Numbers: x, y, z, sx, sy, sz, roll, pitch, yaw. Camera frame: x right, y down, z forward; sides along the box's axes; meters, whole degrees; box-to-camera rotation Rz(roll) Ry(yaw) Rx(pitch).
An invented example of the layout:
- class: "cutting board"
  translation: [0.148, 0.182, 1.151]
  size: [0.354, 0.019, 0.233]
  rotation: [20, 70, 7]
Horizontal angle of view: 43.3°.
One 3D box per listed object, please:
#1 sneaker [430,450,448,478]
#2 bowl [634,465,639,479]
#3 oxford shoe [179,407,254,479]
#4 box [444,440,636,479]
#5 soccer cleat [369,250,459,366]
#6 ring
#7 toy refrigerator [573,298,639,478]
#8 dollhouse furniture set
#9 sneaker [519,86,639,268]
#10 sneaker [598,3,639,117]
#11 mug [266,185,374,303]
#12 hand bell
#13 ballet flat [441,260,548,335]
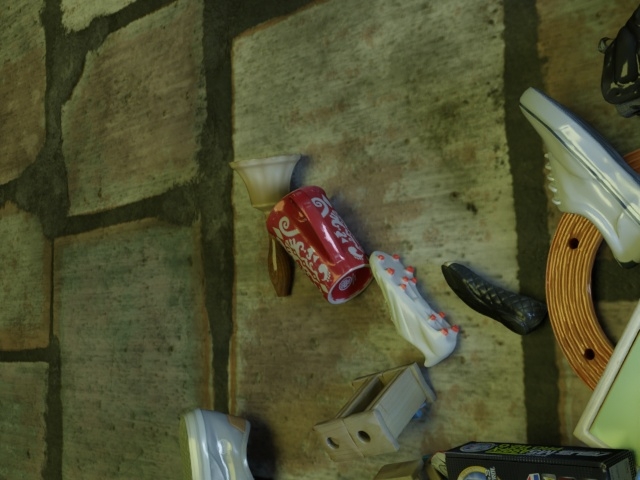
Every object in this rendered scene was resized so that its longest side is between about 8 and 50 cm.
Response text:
- class: "sneaker"
  translation: [0.219, 0.359, 1.043]
  size: [0.093, 0.088, 0.225]
  rotation: [-54, 51, 8]
- class: "bowl"
  translation: [0.475, 0.287, 0.701]
  size: [0.391, 0.077, 0.391]
  rotation: [27, 134, 32]
- class: "oxford shoe"
  translation: [-0.156, 0.507, 1.391]
  size: [0.169, 0.130, 0.450]
  rotation: [179, 86, -69]
- class: "box"
  translation: [0.259, 0.368, 0.904]
  size: [0.216, 0.060, 0.270]
  rotation: [-12, 86, 48]
- class: "soccer cleat"
  translation: [0.123, 0.098, 1.188]
  size: [0.196, 0.068, 0.076]
  rotation: [53, 125, 30]
- class: "ring"
  translation: [0.416, 0.052, 0.925]
  size: [0.336, 0.032, 0.337]
  rotation: [-5, 83, 45]
- class: "toy refrigerator"
  translation: [0.384, 0.120, 0.863]
  size: [0.102, 0.094, 0.270]
  rotation: [35, 111, 41]
- class: "dollhouse furniture set"
  translation: [0.106, 0.300, 1.174]
  size: [0.129, 0.129, 0.184]
  rotation: [-24, 100, 42]
- class: "sneaker"
  translation: [0.307, -0.078, 0.955]
  size: [0.091, 0.094, 0.258]
  rotation: [-49, 55, 25]
- class: "sneaker"
  translation: [0.414, -0.167, 0.899]
  size: [0.153, 0.101, 0.269]
  rotation: [-42, 53, 35]
- class: "mug"
  translation: [-0.006, 0.007, 1.270]
  size: [0.113, 0.150, 0.169]
  rotation: [-45, 61, 16]
- class: "hand bell"
  translation: [-0.081, -0.022, 1.390]
  size: [0.126, 0.126, 0.242]
  rotation: [-1, 97, 45]
- class: "ballet flat"
  translation: [0.233, 0.074, 1.104]
  size: [0.173, 0.049, 0.057]
  rotation: [35, 156, 41]
